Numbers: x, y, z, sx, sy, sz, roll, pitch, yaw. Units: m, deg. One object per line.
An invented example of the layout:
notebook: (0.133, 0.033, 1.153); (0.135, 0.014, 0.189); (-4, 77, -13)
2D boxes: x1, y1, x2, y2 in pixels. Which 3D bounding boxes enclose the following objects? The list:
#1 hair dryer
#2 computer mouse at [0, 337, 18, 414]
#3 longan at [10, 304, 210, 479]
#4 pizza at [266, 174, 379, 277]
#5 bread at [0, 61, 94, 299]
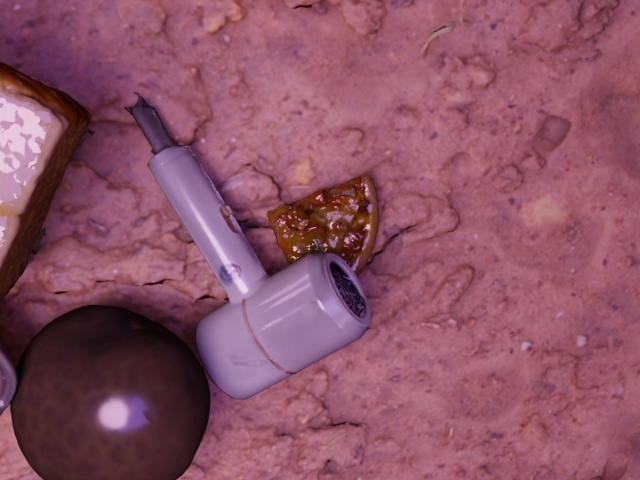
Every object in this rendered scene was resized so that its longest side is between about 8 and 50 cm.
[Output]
hair dryer: (-0.106, -0.015, 0.721); (0.173, 0.107, 0.357); (-32, 92, 17)
computer mouse: (-0.473, 0.096, 0.651); (0.389, 0.115, 0.199); (10, 112, 5)
longan: (-0.212, 0.168, 0.683); (0.213, 0.198, 0.197); (4, 98, 16)
pizza: (0.001, 0.000, 0.781); (0.134, 0.046, 0.174); (12, 96, -15)
bread: (-0.361, -0.083, 0.562); (0.279, 0.279, 0.207); (26, 91, -15)
